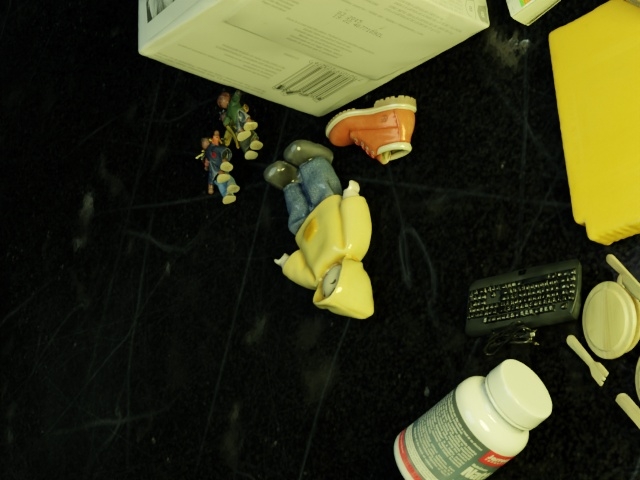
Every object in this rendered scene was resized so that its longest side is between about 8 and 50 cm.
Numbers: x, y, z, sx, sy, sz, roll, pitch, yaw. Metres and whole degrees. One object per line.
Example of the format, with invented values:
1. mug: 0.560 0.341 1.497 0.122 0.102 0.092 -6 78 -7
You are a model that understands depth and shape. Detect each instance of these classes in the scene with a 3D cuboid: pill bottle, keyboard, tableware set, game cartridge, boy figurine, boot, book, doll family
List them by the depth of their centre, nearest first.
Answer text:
1. tableware set: 0.356 0.120 1.393 0.194 0.039 0.128 56 135 48
2. game cartridge: 0.410 -0.170 1.421 0.324 0.053 0.285 -25 61 44
3. pill bottle: 0.182 0.225 1.503 0.180 0.108 0.108 -45 49 30
4. keyboard: 0.234 0.080 1.525 0.192 0.038 0.100 -19 64 54
5. book: 0.295 -0.356 1.615 0.144 0.035 0.096 -35 53 34
6. boot: 0.068 -0.145 1.787 0.158 0.059 0.084 -13 73 44
7. boy figurine: 0.000 0.000 1.792 0.177 0.092 0.285 -41 48 29
8. doll family: -0.151 -0.152 2.020 0.193 0.076 0.111 -57 48 23

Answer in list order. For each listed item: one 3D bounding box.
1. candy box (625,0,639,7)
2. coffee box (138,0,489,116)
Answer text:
1. candy box: 0.361 -0.335 1.461 0.109 0.053 0.186 -55 32 9
2. coffee box: -0.018 -0.417 1.749 0.338 0.338 0.334 -24 61 42
